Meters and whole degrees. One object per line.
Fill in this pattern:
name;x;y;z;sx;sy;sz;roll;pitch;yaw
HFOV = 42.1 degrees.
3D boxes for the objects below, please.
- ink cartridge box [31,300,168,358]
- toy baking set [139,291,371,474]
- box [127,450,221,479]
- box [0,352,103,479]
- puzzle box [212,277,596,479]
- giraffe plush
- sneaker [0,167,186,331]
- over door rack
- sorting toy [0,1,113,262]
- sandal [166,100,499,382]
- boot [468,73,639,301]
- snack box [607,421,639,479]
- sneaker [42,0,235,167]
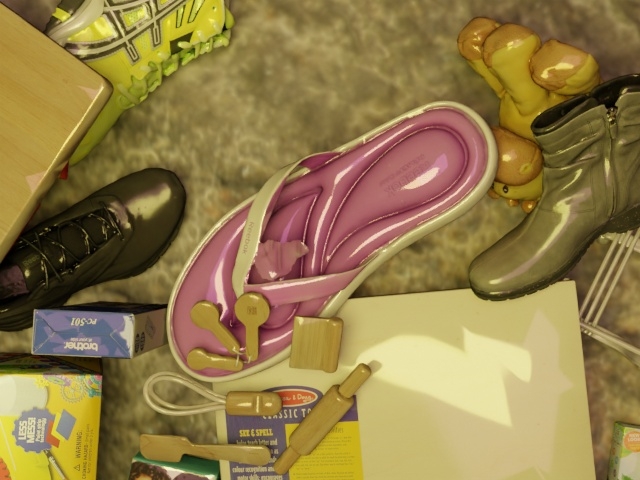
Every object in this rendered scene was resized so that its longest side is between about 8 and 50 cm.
ink cartridge box;-0.220;0.092;0.881;0.097;0.207;0.046;3;88;2
toy baking set;-0.075;0.159;0.877;0.197;0.030;0.256;31;110;-6
box;-0.185;0.369;0.947;0.101;0.060;0.244;11;89;2
box;-0.378;0.268;0.862;0.279;0.177;0.290;3;88;-15
puzzle box;0.082;0.192;0.913;0.409;0.052;0.272;-5;89;12
giraffe plush;0.226;-0.123;0.915;0.210;0.181;0.170;21;101;-32
sneaker;-0.276;0.014;0.925;0.286;0.130;0.109;-35;86;-1
over door rack;0.446;0.056;0.898;0.324;0.108;0.239;26;90;23
sorting toy;-0.362;-0.116;0.829;0.257;0.089;0.255;36;96;8
sandal;-0.009;-0.012;0.863;0.416;0.102;0.169;-39;74;7
boot;0.236;-0.058;0.836;0.246;0.083;0.161;-31;122;-2
snack box;0.403;0.267;0.943;0.141;0.037;0.100;8;88;2
sneaker;-0.185;-0.241;0.921;0.147;0.145;0.384;32;91;3
